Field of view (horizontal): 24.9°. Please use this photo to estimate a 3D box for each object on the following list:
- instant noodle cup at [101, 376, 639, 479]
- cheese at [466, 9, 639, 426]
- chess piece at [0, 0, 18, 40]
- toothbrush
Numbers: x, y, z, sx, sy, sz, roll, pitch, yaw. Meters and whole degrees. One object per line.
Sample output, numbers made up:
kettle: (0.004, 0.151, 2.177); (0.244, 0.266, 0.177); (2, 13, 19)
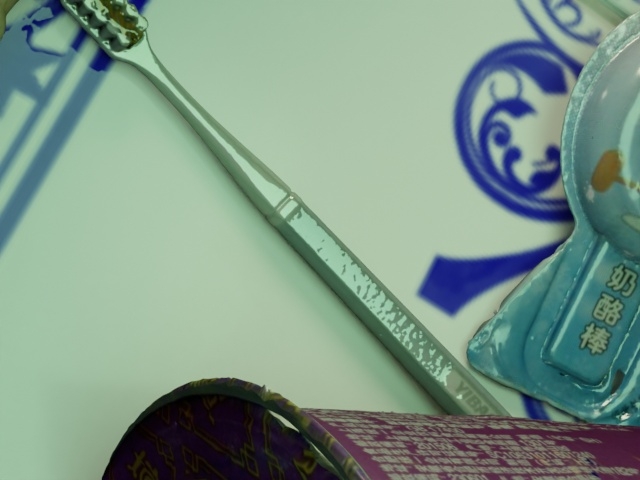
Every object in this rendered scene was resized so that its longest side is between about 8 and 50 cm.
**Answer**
instant noodle cup: (0.079, 0.213, 0.586); (0.266, 0.340, 0.339); (-2, 87, -33)
cheese: (0.174, -0.022, 0.757); (0.135, 0.052, 0.244); (27, 87, -14)
chess piece: (-0.181, -0.080, 0.598); (0.117, 0.117, 0.397); (38, 73, -15)
toothbrush: (-0.001, 0.000, 0.703); (0.025, 0.030, 0.342); (-46, 104, -13)
